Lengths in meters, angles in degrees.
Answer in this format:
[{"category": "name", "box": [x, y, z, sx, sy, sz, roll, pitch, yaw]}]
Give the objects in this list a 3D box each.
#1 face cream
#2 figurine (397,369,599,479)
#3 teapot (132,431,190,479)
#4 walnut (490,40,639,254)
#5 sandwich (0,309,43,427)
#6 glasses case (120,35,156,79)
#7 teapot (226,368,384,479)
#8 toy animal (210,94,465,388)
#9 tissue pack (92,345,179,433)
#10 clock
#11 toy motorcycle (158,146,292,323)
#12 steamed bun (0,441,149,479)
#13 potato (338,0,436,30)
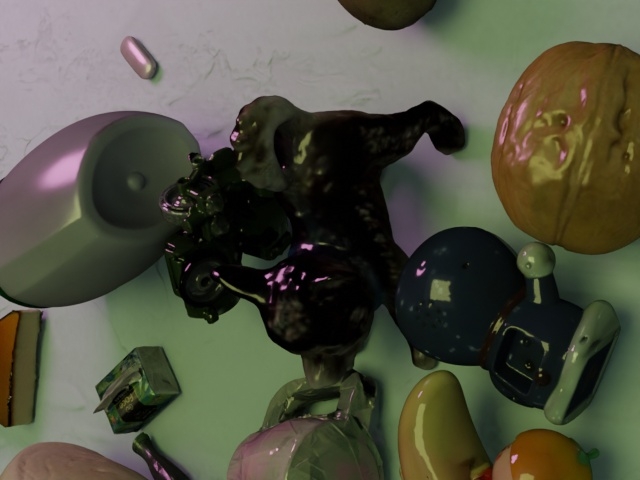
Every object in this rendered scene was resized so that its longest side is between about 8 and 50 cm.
[{"category": "face cream", "box": [-0.330, -0.040, 1.700, 0.219, 0.312, 0.357, 51, 144, -14]}, {"category": "figurine", "box": [0.201, 0.286, 1.322, 0.222, 0.124, 0.325, -31, 83, 37]}, {"category": "teapot", "box": [-0.233, 0.324, 1.767, 0.110, 0.042, 0.043, 42, 114, 37]}, {"category": "walnut", "box": [0.279, -0.098, 1.268, 0.195, 0.195, 0.222, 14, 89, 39]}, {"category": "sandwich", "box": [-0.529, 0.193, 2.003, 0.162, 0.058, 0.193, 13, 99, 40]}, {"category": "glasses case", "box": [-0.274, -0.274, 1.833, 0.083, 0.021, 0.032, 49, 115, 30]}, {"category": "teapot", "box": [-0.031, 0.271, 1.522, 0.178, 0.163, 0.222, -4, 86, 47]}, {"category": "toy animal", "box": [0.000, 0.000, 1.416, 0.194, 0.302, 0.344, 3, 89, 43]}, {"category": "tissue pack", "box": [-0.276, 0.218, 1.777, 0.111, 0.079, 0.085, -42, 62, 31]}, {"category": "clock", "box": [0.196, 0.082, 1.333, 0.243, 0.146, 0.200, 30, 125, 23]}, {"category": "toy motorcycle", "box": [-0.098, -0.027, 1.573, 0.127, 0.275, 0.205, 26, 137, 39]}, {"category": "steamed bun", "box": [-0.338, 0.504, 1.625, 0.456, 0.290, 0.371, 35, 107, 44]}, {"category": "potato", "box": [0.057, -0.369, 1.480, 0.165, 0.165, 0.262, -53, 53, 25]}]
